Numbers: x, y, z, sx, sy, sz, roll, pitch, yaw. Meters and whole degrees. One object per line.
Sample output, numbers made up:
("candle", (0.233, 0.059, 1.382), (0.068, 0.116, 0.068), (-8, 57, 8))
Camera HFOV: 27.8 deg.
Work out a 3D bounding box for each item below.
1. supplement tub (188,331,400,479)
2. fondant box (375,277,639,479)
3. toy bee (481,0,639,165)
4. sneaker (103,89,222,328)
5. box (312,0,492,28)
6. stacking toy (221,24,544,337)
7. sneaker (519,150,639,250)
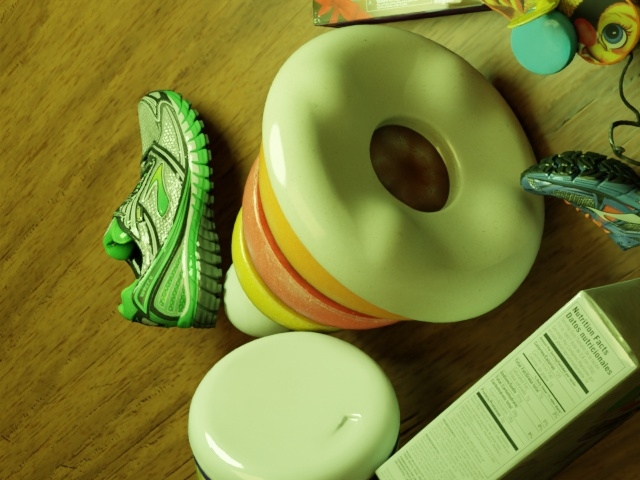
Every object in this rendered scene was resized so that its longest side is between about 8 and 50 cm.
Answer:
("supplement tub", (-0.022, 0.300, 1.533), (0.241, 0.241, 0.331), (29, 141, 33))
("fondant box", (0.247, 0.173, 1.365), (0.330, 0.238, 0.096), (-46, 66, 33))
("toy bee", (0.283, -0.245, 1.338), (0.298, 0.195, 0.162), (31, 135, -11))
("sneaker", (-0.216, -0.049, 1.717), (0.134, 0.146, 0.344), (114, 152, -62))
("box", (0.115, -0.364, 1.521), (0.293, 0.057, 0.201), (0, 94, 39))
("stacking toy", (0.000, 0.000, 1.540), (0.480, 0.350, 0.351), (-39, 71, 51))
("sneaker", (0.314, -0.032, 1.364), (0.221, 0.083, 0.087), (18, 115, 19))
